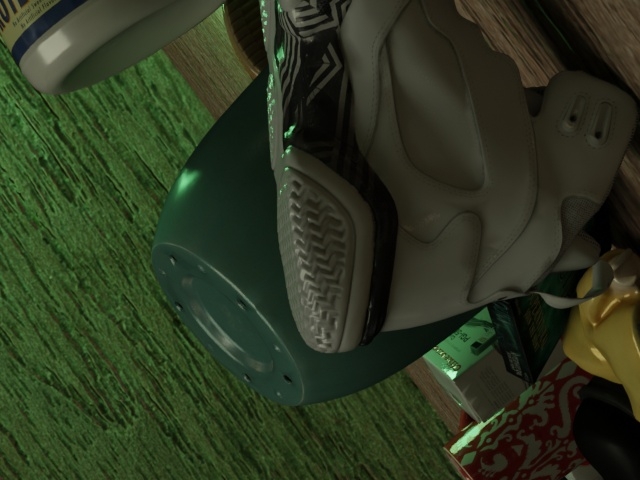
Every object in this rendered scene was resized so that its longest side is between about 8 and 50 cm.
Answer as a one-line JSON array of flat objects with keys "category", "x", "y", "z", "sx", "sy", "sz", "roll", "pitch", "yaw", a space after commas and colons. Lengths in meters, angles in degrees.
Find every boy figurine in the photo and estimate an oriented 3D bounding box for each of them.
[{"category": "boy figurine", "x": 0.239, "y": 0.076, "z": 1.293, "sx": 0.177, "sy": 0.092, "sz": 0.285, "roll": 52, "pitch": 176, "yaw": -8}]

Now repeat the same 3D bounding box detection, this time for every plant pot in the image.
[{"category": "plant pot", "x": 0.000, "y": 0.000, "z": 1.652, "sx": 0.293, "sy": 0.235, "sz": 0.293, "roll": 39, "pitch": 157, "yaw": 20}]

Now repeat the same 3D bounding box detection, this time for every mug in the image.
[{"category": "mug", "x": 0.200, "y": 0.170, "z": 1.857, "sx": 0.150, "sy": 0.169, "sz": 0.113, "roll": 47, "pitch": 174, "yaw": 35}]

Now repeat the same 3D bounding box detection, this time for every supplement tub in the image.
[{"category": "supplement tub", "x": -0.244, "y": -0.326, "z": 1.799, "sx": 0.325, "sy": 0.235, "sz": 0.235, "roll": 58, "pitch": 175, "yaw": 3}]

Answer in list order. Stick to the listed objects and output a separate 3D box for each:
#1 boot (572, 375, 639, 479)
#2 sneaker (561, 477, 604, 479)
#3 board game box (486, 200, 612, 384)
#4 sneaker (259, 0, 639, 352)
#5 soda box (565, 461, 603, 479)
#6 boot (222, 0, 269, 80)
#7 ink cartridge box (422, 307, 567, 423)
[{"category": "boot", "x": 0.265, "y": 0.297, "z": 1.647, "sx": 0.348, "sy": 0.260, "sz": 0.131, "roll": 48, "pitch": 174, "yaw": 36}, {"category": "sneaker", "x": 0.311, "y": 0.315, "z": 2.169, "sx": 0.341, "sy": 0.125, "sz": 0.139, "roll": 52, "pitch": 179, "yaw": 12}, {"category": "board game box", "x": 0.163, "y": 0.018, "z": 1.364, "sx": 0.026, "sy": 0.126, "sz": 0.186, "roll": 27, "pitch": 167, "yaw": 19}, {"category": "sneaker", "x": 0.073, "y": -0.120, "z": 1.187, "sx": 0.137, "sy": 0.210, "sz": 0.366, "roll": -178, "pitch": 84, "yaw": -83}, {"category": "soda box", "x": 0.256, "y": 0.181, "z": 2.017, "sx": 0.074, "sy": 0.069, "sz": 0.216, "roll": 48, "pitch": 173, "yaw": 36}, {"category": "boot", "x": -0.021, "y": -0.127, "z": 1.925, "sx": 0.248, "sy": 0.090, "sz": 0.207, "roll": 56, "pitch": 166, "yaw": 18}, {"category": "ink cartridge box", "x": 0.170, "y": 0.095, "z": 1.779, "sx": 0.056, "sy": 0.135, "sz": 0.099, "roll": 54, "pitch": 174, "yaw": -20}]
